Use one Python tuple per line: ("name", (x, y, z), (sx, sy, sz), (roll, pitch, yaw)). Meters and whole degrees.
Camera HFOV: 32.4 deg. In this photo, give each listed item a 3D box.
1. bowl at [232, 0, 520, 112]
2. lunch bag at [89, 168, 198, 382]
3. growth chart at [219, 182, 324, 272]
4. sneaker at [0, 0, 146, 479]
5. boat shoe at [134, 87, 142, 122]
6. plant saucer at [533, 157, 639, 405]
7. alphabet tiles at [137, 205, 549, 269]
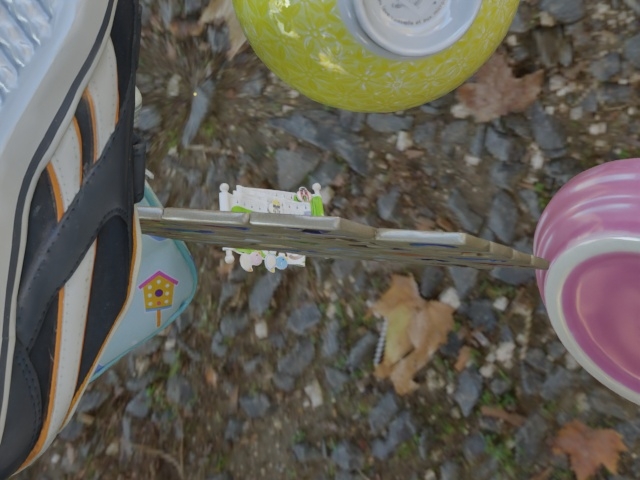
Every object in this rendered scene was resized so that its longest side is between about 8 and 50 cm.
("bowl", (0.068, -0.240, 0.995), (0.289, 0.156, 0.289), (-4, 113, -11))
("lunch bag", (-0.253, 0.020, 0.902), (0.279, 0.108, 0.224), (-34, 125, -9))
("growth chart", (-0.080, -0.025, 1.947), (0.237, 0.021, 0.172), (0, 68, -37))
("sneaker", (-0.141, -0.047, 0.475), (0.126, 0.127, 0.321), (16, 96, 15))
("boat shoe", (-0.243, -0.063, 0.988), (0.227, 0.079, 0.081), (-26, 107, 17))
("plant saucer", (0.363, 0.070, 1.149), (0.332, 0.332, 0.084), (51, 55, -10))
("alphabet tiles", (0.000, 0.000, 0.795), (0.285, 0.342, 0.011), (3, 86, 24))
